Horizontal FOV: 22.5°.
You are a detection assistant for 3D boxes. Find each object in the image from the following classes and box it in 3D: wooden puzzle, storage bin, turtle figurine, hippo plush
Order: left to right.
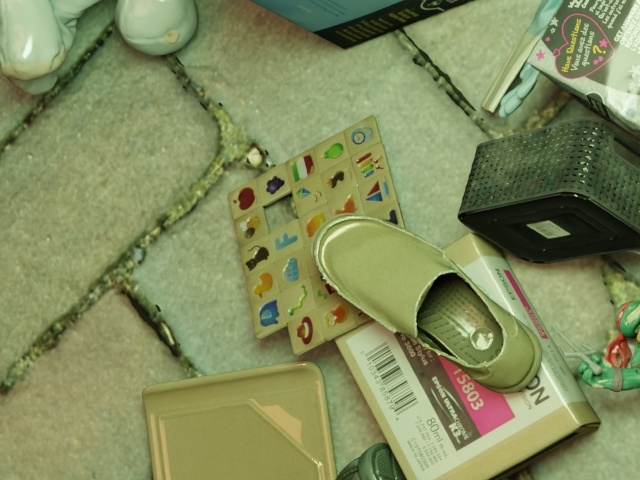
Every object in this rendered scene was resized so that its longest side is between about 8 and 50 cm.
[{"bbox_3d":[-0.257,-0.319,1.841,0.237,0.234,0.294,-6,107,-7],"label":"hippo plush"},{"bbox_3d":[-0.082,0.264,1.786,0.221,0.044,0.238,-11,86,21],"label":"wooden puzzle"},{"bbox_3d":[0.239,-0.046,1.591,0.180,0.122,0.084,-13,54,52],"label":"storage bin"},{"bbox_3d":[0.351,0.096,1.575,0.234,0.118,0.175,31,86,43],"label":"turtle figurine"}]

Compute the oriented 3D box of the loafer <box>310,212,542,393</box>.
[{"bbox_3d":[0.102,0.051,1.597,0.268,0.092,0.102,32,84,18],"label":"loafer"}]

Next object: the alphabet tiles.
[{"bbox_3d":[0.000,0.000,1.738,0.198,0.009,0.237,-27,54,20],"label":"alphabet tiles"}]

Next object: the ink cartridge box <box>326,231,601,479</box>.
[{"bbox_3d":[0.146,0.138,1.675,0.193,0.088,0.234,-34,73,17],"label":"ink cartridge box"}]

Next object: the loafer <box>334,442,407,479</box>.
[{"bbox_3d":[0.102,0.344,1.683,0.084,0.096,0.267,-38,73,36],"label":"loafer"}]

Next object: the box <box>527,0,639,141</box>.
[{"bbox_3d":[0.319,-0.184,1.545,0.142,0.247,0.163,33,98,22],"label":"box"}]

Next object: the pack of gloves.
[{"bbox_3d":[0.248,-0.219,1.624,0.046,0.195,0.232,29,98,-6],"label":"pack of gloves"}]

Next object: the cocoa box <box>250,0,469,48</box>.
[{"bbox_3d":[0.028,-0.362,1.625,0.228,0.347,0.231,-20,78,20],"label":"cocoa box"}]
